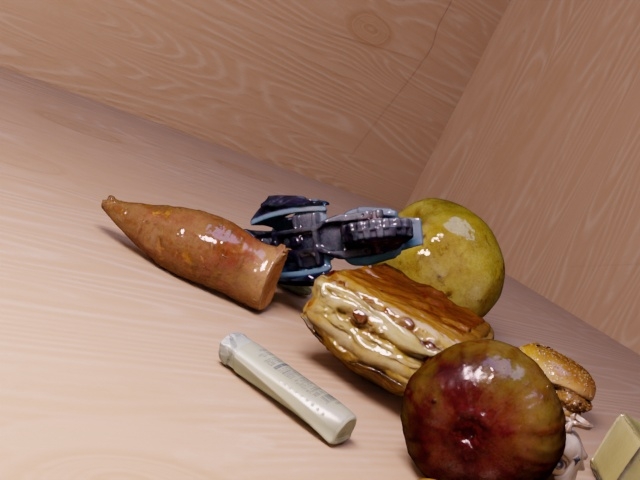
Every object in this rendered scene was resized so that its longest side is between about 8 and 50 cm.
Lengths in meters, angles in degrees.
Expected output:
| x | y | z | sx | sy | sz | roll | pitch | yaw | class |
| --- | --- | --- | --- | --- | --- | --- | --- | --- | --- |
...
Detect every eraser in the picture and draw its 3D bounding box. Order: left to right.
| x | y | z | sx | sy | sz | roll | pitch | yaw | class |
| --- | --- | --- | --- | --- | --- | --- | --- | --- | --- |
| 0.523 | 0.377 | 1.548 | 0.058 | 0.117 | 0.172 | 31 | 10 | 2 | eraser |

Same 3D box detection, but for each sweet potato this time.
| x | y | z | sx | sy | sz | roll | pitch | yaw | class |
| --- | --- | --- | --- | --- | --- | --- | --- | --- | --- |
| -0.221 | 0.004 | 1.549 | 0.337 | 0.131 | 0.131 | 25 | 10 | -6 | sweet potato |

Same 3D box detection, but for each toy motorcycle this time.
| x | y | z | sx | sy | sz | roll | pitch | yaw | class |
| --- | --- | --- | --- | --- | --- | --- | --- | --- | --- |
| 0.000 | 0.000 | 1.702 | 0.416 | 0.172 | 0.232 | -11 | -7 | 30 | toy motorcycle |

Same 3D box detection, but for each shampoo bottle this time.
| x | y | z | sx | sy | sz | roll | pitch | yaw | class |
| --- | --- | --- | --- | --- | --- | --- | --- | --- | --- |
| -0.047 | 0.195 | 1.216 | 0.212 | 0.049 | 0.072 | 32 | 15 | 27 | shampoo bottle |

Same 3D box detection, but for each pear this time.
| x | y | z | sx | sy | sz | roll | pitch | yaw | class |
| --- | --- | --- | --- | --- | --- | --- | --- | --- | --- |
| 0.274 | 0.064 | 2.066 | 0.304 | 0.304 | 0.304 | 26 | 10 | -5 | pear |

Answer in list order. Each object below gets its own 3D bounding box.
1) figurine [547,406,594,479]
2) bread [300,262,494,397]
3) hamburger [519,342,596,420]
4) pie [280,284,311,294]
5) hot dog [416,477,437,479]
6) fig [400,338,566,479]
| x | y | z | sx | sy | sz | roll | pitch | yaw | class |
| --- | --- | --- | --- | --- | --- | --- | --- | --- | --- |
| 0.326 | 0.305 | 1.296 | 0.132 | 0.153 | 0.132 | 26 | 9 | -4 | figurine |
| 0.129 | 0.163 | 1.497 | 0.278 | 0.167 | 0.324 | 28 | 12 | 16 | bread |
| 0.486 | 0.296 | 1.895 | 0.182 | 0.118 | 0.191 | 20 | 15 | -17 | hamburger |
| -0.054 | 0.090 | 1.838 | 0.084 | 0.021 | 0.084 | 23 | 7 | -3 | pie |
| 0.203 | 0.343 | 1.032 | 0.250 | 0.068 | 0.100 | 26 | -1 | -13 | hot dog |
| 0.246 | 0.218 | 1.262 | 0.217 | 0.217 | 0.321 | 29 | 23 | 17 | fig |
